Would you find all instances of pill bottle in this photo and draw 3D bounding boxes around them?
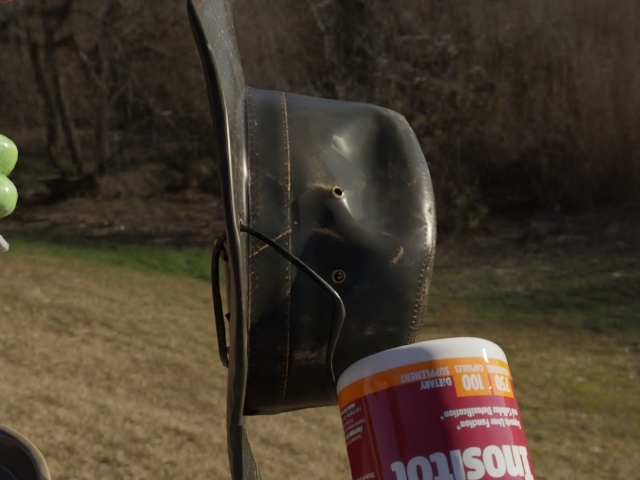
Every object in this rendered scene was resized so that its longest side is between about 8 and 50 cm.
[{"bbox_3d":[0.061,0.128,0.469,0.086,0.152,0.086,-9,-21,-4],"label":"pill bottle"}]

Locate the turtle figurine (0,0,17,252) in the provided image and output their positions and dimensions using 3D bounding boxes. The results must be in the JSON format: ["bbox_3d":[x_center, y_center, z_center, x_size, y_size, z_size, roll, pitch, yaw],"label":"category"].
[{"bbox_3d":[-0.150,-0.044,0.430,0.275,0.266,0.198,34,-6,8],"label":"turtle figurine"}]

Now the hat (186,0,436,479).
[{"bbox_3d":[0.000,0.000,0.613,0.134,0.331,0.331,-4,17,-2],"label":"hat"}]

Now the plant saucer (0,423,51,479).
[{"bbox_3d":[-0.360,0.245,0.834,0.278,0.041,0.278,-4,29,2],"label":"plant saucer"}]
